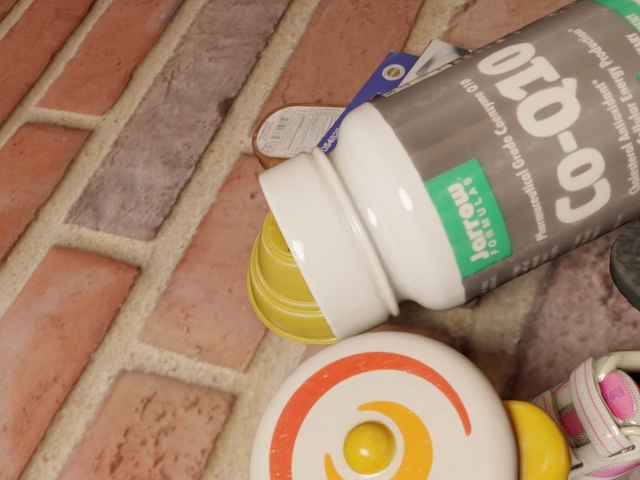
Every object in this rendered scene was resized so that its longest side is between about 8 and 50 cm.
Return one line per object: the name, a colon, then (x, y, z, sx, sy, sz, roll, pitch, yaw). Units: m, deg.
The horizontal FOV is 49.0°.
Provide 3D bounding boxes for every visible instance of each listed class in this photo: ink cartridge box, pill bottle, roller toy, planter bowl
ink cartridge box: (0.127, -0.146, 0.840, 0.224, 0.045, 0.223, 24, 64, 24)
pill bottle: (0.142, -0.061, 0.637, 0.361, 0.204, 0.204, -27, 51, 0)
roller toy: (0.054, 0.172, 0.516, 0.209, 0.146, 0.191, 28, 72, 34)
planter bowl: (0.000, 0.000, 0.790, 0.217, 0.090, 0.217, -11, 54, 15)

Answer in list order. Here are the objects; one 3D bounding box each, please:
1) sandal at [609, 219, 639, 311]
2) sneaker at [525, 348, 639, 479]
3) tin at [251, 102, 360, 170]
sandal: (0.465, 0.050, 0.568, 0.446, 0.107, 0.167, 0, 47, 6)
sneaker: (0.225, 0.149, 0.581, 0.252, 0.111, 0.103, -26, 51, 3)
tin: (-0.004, -0.131, 0.920, 0.190, 0.040, 0.106, 8, 64, 26)
